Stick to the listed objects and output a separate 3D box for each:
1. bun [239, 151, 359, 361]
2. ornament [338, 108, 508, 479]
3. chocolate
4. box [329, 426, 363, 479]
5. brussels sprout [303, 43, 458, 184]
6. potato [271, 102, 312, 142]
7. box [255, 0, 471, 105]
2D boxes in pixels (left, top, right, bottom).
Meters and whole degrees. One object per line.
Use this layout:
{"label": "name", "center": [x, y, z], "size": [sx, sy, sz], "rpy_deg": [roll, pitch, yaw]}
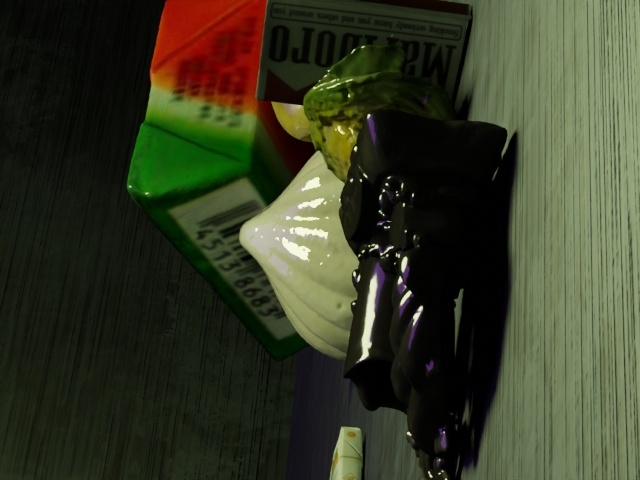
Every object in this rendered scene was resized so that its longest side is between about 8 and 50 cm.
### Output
{"label": "bun", "center": [0.000, 0.000, 1.971], "size": [0.263, 0.175, 0.263], "rpy_deg": [-172, 90, -85]}
{"label": "ornament", "center": [0.068, 0.068, 1.301], "size": [0.251, 0.106, 0.260], "rpy_deg": [99, 173, -67]}
{"label": "chocolate", "center": [-0.068, -0.092, 2.273], "size": [0.360, 0.161, 0.341], "rpy_deg": [52, -148, -42]}
{"label": "box", "center": [0.024, 0.323, 2.018], "size": [0.220, 0.032, 0.122], "rpy_deg": [-88, 5, -54]}
{"label": "brussels sprout", "center": [0.052, -0.093, 1.583], "size": [0.100, 0.139, 0.181], "rpy_deg": [-59, -15, -12]}
{"label": "potato", "center": [0.027, -0.209, 2.120], "size": [0.173, 0.140, 0.300], "rpy_deg": [-33, 17, 19]}
{"label": "box", "center": [0.036, -0.165, 1.619], "size": [0.036, 0.177, 0.115], "rpy_deg": [-86, 4, -52]}
